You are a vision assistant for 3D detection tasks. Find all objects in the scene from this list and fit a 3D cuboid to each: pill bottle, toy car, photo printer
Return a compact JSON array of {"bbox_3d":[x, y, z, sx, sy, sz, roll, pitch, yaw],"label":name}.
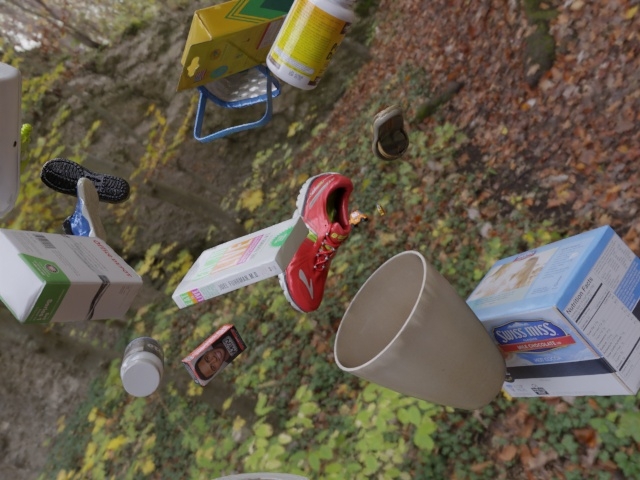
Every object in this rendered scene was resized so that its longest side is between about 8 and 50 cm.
[{"bbox_3d":[-0.012,-0.415,1.172,0.215,0.117,0.117,-57,8,29],"label":"pill bottle"},{"bbox_3d":[-0.334,0.238,1.126,0.078,0.078,0.137,-66,17,2],"label":"pill bottle"},{"bbox_3d":[0.114,-0.065,1.548,0.060,0.041,0.122,-34,-9,37],"label":"toy car"},{"bbox_3d":[-0.670,-0.190,1.069,0.107,0.255,0.308,-73,3,-58],"label":"photo printer"}]

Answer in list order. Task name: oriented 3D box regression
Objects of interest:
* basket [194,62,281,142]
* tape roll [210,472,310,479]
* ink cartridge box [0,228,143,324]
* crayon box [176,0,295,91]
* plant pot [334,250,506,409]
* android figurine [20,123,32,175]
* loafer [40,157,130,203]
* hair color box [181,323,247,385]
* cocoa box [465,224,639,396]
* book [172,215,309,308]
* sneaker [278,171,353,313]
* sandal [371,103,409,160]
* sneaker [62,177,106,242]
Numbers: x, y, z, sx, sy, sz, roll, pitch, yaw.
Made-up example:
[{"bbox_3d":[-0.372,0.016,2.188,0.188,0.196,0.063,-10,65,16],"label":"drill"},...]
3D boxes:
[{"bbox_3d":[-0.239,-0.424,1.659,0.201,0.254,0.289,25,-121,-57],"label":"basket"},{"bbox_3d":[-0.161,0.676,1.539,0.286,0.286,0.100,131,138,-75],"label":"tape roll"},{"bbox_3d":[-0.456,0.064,1.068,0.093,0.160,0.219,-57,-26,12],"label":"ink cartridge box"},{"bbox_3d":[-0.205,-0.480,1.423,0.318,0.081,0.202,-29,-5,-29],"label":"crayon box"},{"bbox_3d":[0.211,0.199,1.136,0.256,0.274,0.256,-49,18,21],"label":"plant pot"},{"bbox_3d":[-0.697,-0.131,1.294,0.273,0.056,0.248,-54,22,17],"label":"android figurine"},{"bbox_3d":[-0.545,-0.125,1.397,0.078,0.219,0.080,90,-161,-75],"label":"loafer"},{"bbox_3d":[-0.246,0.266,1.398,0.043,0.072,0.141,-5,28,50],"label":"hair color box"},{"bbox_3d":[0.479,0.157,1.221,0.231,0.228,0.347,-46,6,-25],"label":"cocoa box"},{"bbox_3d":[-0.089,0.027,0.680,0.144,0.035,0.096,-20,20,26],"label":"book"},{"bbox_3d":[0.000,0.000,1.134,0.118,0.107,0.279,-2,75,46],"label":"sneaker"},{"bbox_3d":[0.128,-0.175,1.041,0.072,0.049,0.180,-32,-17,-1],"label":"sandal"},{"bbox_3d":[-0.514,-0.055,1.269,0.058,0.084,0.152,-67,-29,-67],"label":"sneaker"}]
